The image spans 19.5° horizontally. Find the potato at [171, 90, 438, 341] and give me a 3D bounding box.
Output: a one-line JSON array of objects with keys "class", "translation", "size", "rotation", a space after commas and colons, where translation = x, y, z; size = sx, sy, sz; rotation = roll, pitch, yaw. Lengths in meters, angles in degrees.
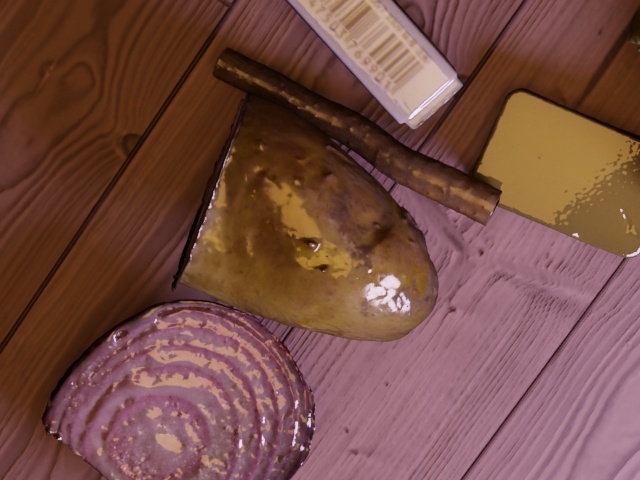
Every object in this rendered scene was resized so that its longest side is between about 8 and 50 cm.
[{"class": "potato", "translation": [0.000, 0.000, 1.899], "size": [0.266, 0.229, 0.229], "rotation": [25, 100, -7]}]

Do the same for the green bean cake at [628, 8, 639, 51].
[{"class": "green bean cake", "translation": [0.421, -0.136, 1.876], "size": [0.233, 0.124, 0.236], "rotation": [-14, 102, -25]}]

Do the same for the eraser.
[{"class": "eraser", "translation": [0.024, -0.242, 1.895], "size": [0.081, 0.124, 0.279], "rotation": [-42, 98, 7]}]

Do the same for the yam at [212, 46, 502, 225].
[{"class": "yam", "translation": [0.037, -0.108, 1.935], "size": [0.327, 0.045, 0.045], "rotation": [28, 94, 6]}]

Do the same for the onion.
[{"class": "onion", "translation": [-0.132, 0.169, 1.981], "size": [0.250, 0.111, 0.247], "rotation": [42, 103, -5]}]

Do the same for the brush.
[{"class": "brush", "translation": [0.265, -0.073, 1.959], "size": [0.197, 0.059, 0.123], "rotation": [23, 104, -3]}]
